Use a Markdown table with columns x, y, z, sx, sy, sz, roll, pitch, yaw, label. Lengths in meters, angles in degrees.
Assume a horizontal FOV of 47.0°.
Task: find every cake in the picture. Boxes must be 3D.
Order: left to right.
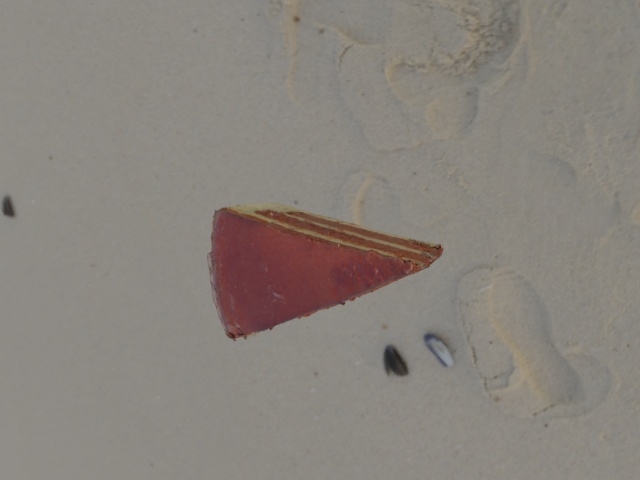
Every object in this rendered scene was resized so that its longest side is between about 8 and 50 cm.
| x | y | z | sx | sy | sz | roll | pitch | yaw | label |
| --- | --- | --- | --- | --- | --- | --- | --- | --- | --- |
| 0.000 | 0.000 | 0.885 | 0.262 | 0.158 | 0.160 | -23 | 87 | 27 | cake |
